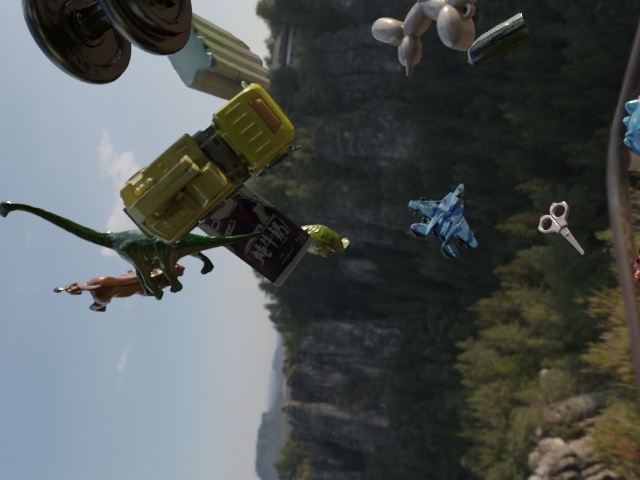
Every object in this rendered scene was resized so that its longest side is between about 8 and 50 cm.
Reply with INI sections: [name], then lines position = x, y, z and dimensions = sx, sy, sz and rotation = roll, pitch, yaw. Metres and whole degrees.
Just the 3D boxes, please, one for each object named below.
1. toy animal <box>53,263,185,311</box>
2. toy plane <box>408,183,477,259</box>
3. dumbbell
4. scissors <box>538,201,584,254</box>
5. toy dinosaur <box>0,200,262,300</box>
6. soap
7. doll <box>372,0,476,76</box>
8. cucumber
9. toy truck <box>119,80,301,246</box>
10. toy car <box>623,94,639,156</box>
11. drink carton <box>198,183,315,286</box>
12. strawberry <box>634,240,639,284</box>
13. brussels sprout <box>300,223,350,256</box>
[toy animal]
position = -0.510, 0.112, 1.358
dimensions = 0.157, 0.312, 0.097
rotation = -30, 77, 47
[toy plane]
position = 0.281, -0.061, 1.144
dimensions = 0.078, 0.169, 0.246
rotation = -60, -4, 36
[dumbbell]
position = -0.321, -0.354, 0.791
dimensions = 0.192, 0.290, 0.192
rotation = 33, -129, -54
[scissors]
position = 0.633, -0.024, 1.340
dimensions = 0.100, 0.015, 0.189
rotation = -55, 28, 28
[toy dinosaur]
position = -0.365, -0.028, 1.030
dimensions = 0.087, 0.447, 0.300
rotation = -99, -14, -71
[soap]
position = -0.284, -0.511, 1.488
dimensions = 0.208, 0.115, 0.347
rotation = 59, -157, 10
[doll]
position = 0.156, -0.317, 0.732
dimensions = 0.161, 0.059, 0.160
rotation = -54, 51, 36
[cucumber]
position = 0.280, -0.316, 0.824
dimensions = 0.048, 0.105, 0.048
rotation = 26, -126, -44
[toy truck]
position = -0.161, -0.107, 0.742
dimensions = 0.272, 0.124, 0.157
rotation = -40, 10, -7
[toy car]
position = 0.823, -0.303, 1.210
dimensions = 0.255, 0.190, 0.188
rotation = -58, -14, 4
[drink carton]
position = -0.142, -0.019, 1.120
dimensions = 0.134, 0.222, 0.102
rotation = -53, 11, -4
[strawberry]
position = 0.797, 0.033, 0.953
dimensions = 0.312, 0.351, 0.267
rotation = 78, -166, -72
[brussels sprout]
position = 0.000, -0.003, 1.630
dimensions = 0.139, 0.181, 0.100
rotation = 13, 76, 61
